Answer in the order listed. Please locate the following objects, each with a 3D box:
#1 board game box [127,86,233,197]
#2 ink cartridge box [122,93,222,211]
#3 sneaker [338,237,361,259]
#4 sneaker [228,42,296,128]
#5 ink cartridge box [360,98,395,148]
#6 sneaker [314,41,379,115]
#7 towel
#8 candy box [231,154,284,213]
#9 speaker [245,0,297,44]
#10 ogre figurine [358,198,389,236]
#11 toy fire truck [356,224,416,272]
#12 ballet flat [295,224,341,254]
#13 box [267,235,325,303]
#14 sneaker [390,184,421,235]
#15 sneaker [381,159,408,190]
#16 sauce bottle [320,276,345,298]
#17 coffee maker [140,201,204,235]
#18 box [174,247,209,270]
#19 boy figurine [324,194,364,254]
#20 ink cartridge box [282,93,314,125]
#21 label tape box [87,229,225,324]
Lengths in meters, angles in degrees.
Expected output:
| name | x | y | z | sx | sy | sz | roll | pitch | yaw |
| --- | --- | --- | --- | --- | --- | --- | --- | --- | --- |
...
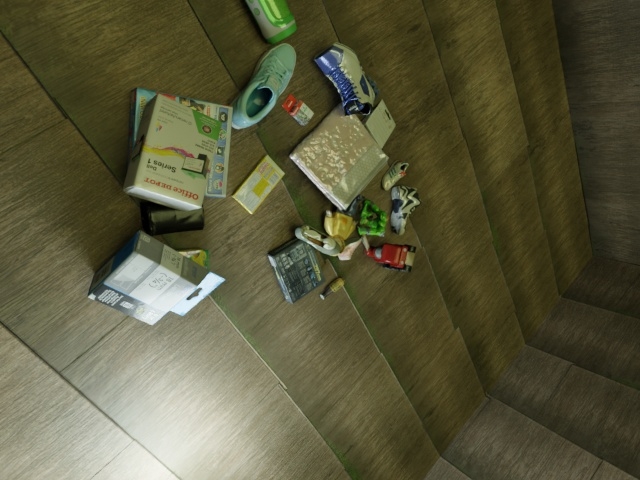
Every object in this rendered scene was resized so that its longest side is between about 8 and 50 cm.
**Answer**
| name | x | y | z | sx | sy | sz | roll | pitch | yaw |
| --- | --- | --- | --- | --- | --- | --- | --- | --- | --- |
| board game box | -0.450 | -0.302 | 1.385 | 0.302 | 0.086 | 0.307 | 1 | 100 | -35 |
| ink cartridge box | -0.428 | -0.245 | 1.254 | 0.202 | 0.117 | 0.277 | 18 | 78 | -37 |
| sneaker | 0.129 | 0.040 | 1.902 | 0.134 | 0.051 | 0.070 | -29 | 118 | -23 |
| sneaker | -0.174 | -0.533 | 1.487 | 0.135 | 0.150 | 0.365 | 37 | 79 | -36 |
| ink cartridge box | 0.252 | -0.506 | 1.879 | 0.145 | 0.045 | 0.179 | 52 | 52 | -31 |
| sneaker | 0.116 | -0.592 | 1.653 | 0.316 | 0.128 | 0.182 | 34 | 49 | -36 |
| towel | 0.087 | -0.338 | 1.733 | 0.317 | 0.053 | 0.331 | 46 | 71 | -15 |
| candy box | -0.231 | -0.210 | 1.599 | 0.105 | 0.027 | 0.205 | 46 | 74 | -31 |
| speaker | -0.195 | -0.818 | 1.422 | 0.131 | 0.131 | 0.296 | -44 | 122 | -20 |
| ogre figurine | 0.231 | -0.090 | 1.871 | 0.118 | 0.197 | 0.096 | 21 | 119 | -10 |
| toy fire truck | 0.274 | 0.035 | 1.918 | 0.247 | 0.217 | 0.158 | 15 | 86 | -21 |
| ballet flat | 0.000 | 0.000 | 1.705 | 0.213 | 0.068 | 0.072 | 26 | 70 | -20 |
| box | -0.094 | 0.113 | 1.753 | 0.184 | 0.059 | 0.232 | -32 | 117 | -25 |
| sneaker | 0.417 | -0.145 | 2.034 | 0.153 | 0.094 | 0.234 | -7 | 95 | -26 |
| sneaker | 0.342 | -0.297 | 1.958 | 0.057 | 0.075 | 0.161 | 42 | 76 | -35 |
| sauce bottle | 0.054 | 0.211 | 1.892 | 0.128 | 0.042 | 0.042 | -40 | 121 | -23 |
| coffee maker | -0.466 | -0.068 | 1.375 | 0.178 | 0.171 | 0.120 | -10 | 134 | -31 |
| box | -0.475 | 0.082 | 1.485 | 0.179 | 0.043 | 0.105 | -4 | 103 | -32 |
| boy figurine | 0.084 | -0.074 | 1.819 | 0.177 | 0.092 | 0.284 | 25 | 83 | -39 |
| ink cartridge box | -0.085 | -0.497 | 1.635 | 0.115 | 0.029 | 0.062 | 38 | 79 | -36 |
| label tape box | -0.508 | 0.149 | 1.369 | 0.241 | 0.105 | 0.334 | -39 | 127 | 19 |
